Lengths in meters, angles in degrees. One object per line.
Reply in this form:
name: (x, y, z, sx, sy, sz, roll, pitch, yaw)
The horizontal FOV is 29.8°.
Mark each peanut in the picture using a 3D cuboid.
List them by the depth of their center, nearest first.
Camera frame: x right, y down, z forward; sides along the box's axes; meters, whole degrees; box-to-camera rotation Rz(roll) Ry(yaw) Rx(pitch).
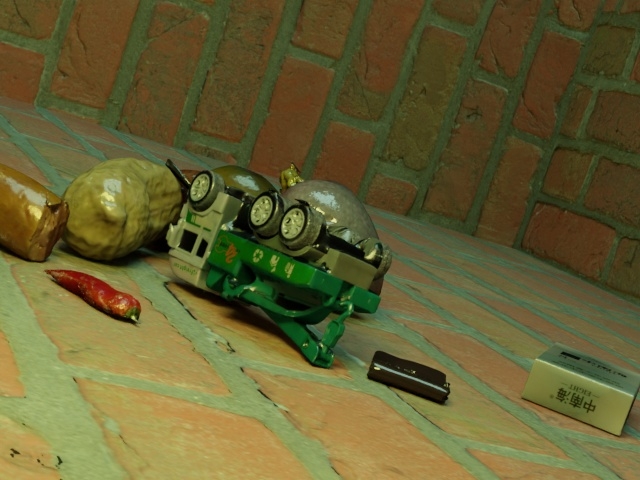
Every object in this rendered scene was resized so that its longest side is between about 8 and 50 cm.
peanut: (-0.306, -0.045, 1.765, 0.159, 0.143, 0.291, -14, 7, 11)

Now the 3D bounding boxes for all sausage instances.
sausage: (-0.463, -0.060, 1.582, 0.270, 0.109, 0.109, 18, 6, 15)

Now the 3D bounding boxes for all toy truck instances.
toy truck: (-0.064, 0.027, 1.627, 0.176, 0.178, 0.363, 26, 0, -41)

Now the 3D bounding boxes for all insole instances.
insole: (-0.134, -0.012, 1.869, 0.309, 0.012, 0.110, 46, -4, 7)

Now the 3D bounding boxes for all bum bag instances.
bum bag: (0.119, 0.174, 1.595, 0.109, 0.026, 0.159, 18, 6, 3)

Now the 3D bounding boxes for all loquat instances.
loquat: (-0.169, -0.076, 2.353, 0.195, 0.152, 0.152, 33, 10, 15)

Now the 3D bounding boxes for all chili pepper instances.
chili pepper: (-0.271, 0.060, 1.443, 0.178, 0.027, 0.045, 21, 8, 38)

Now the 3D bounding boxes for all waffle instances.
waffle: (0.011, -0.030, 2.378, 0.280, 0.060, 0.262, 50, -2, -6)

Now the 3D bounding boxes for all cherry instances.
cherry: (0.000, 0.000, 1.935, 0.266, 0.183, 0.213, 47, 7, 8)

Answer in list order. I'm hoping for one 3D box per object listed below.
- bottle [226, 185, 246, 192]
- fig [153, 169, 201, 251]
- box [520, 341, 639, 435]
bottle: (-0.161, -0.035, 2.140, 0.120, 0.120, 0.253, 16, 7, -23)
fig: (-0.230, -0.037, 2.011, 0.146, 0.134, 0.201, -10, -11, -4)
box: (0.402, 0.221, 1.825, 0.155, 0.067, 0.243, 23, 8, 18)
